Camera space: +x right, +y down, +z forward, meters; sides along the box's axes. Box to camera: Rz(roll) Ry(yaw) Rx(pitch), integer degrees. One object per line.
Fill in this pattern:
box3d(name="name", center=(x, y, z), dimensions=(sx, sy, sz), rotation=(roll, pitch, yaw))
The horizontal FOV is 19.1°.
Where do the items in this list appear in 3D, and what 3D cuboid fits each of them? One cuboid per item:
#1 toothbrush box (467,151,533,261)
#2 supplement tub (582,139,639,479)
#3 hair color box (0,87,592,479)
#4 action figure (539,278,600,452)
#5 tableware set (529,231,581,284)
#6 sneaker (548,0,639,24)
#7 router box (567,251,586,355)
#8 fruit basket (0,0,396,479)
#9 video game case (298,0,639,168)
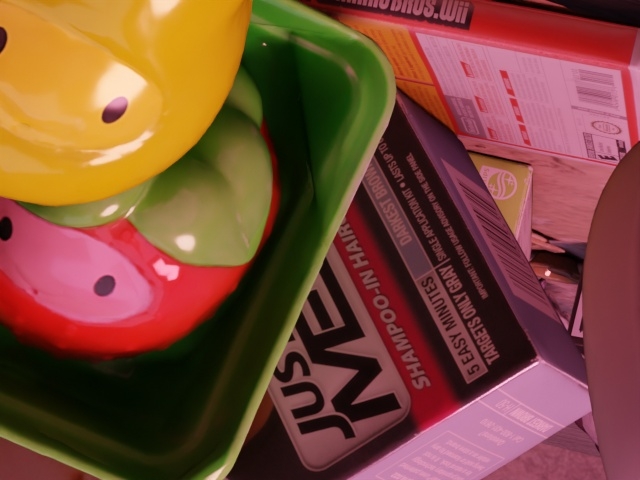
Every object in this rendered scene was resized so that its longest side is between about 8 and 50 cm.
box3d(name="toothbrush box", center=(0.000, 0.000, 1.332), dimensions=(0.283, 0.122, 0.206), rotation=(12, 166, 10))
box3d(name="supplement tub", center=(0.274, 0.032, 0.640), dimensions=(0.316, 0.228, 0.228), rotation=(-15, 155, 32))
box3d(name="hair color box", center=(-0.053, 0.101, 1.072), dimensions=(0.374, 0.185, 0.113), rotation=(-34, 152, 15))
box3d(name="action figure", center=(0.252, 0.163, 1.632), dimensions=(0.285, 0.099, 0.185), rotation=(46, -175, 1))
box3d(name="tableware set", center=(0.134, 0.009, 1.504), dimensions=(0.169, 0.020, 0.141), rotation=(6, 167, 44))
box3d(name="sneaker", center=(0.063, -0.125, 0.616), dimensions=(0.286, 0.109, 0.130), rotation=(24, 173, -34))
box3d(name="router box", center=(0.360, 0.097, 1.484), dimensions=(0.243, 0.081, 0.309), rotation=(9, 169, 30))
box3d(name="fruit basket", center=(-0.145, -0.064, 0.833), dimensions=(0.392, 0.283, 0.392), rotation=(24, 178, 1))
box3d(name="video game case", center=(0.040, -0.098, 1.023), dimensions=(0.285, 0.025, 0.204), rotation=(12, 170, 13))
